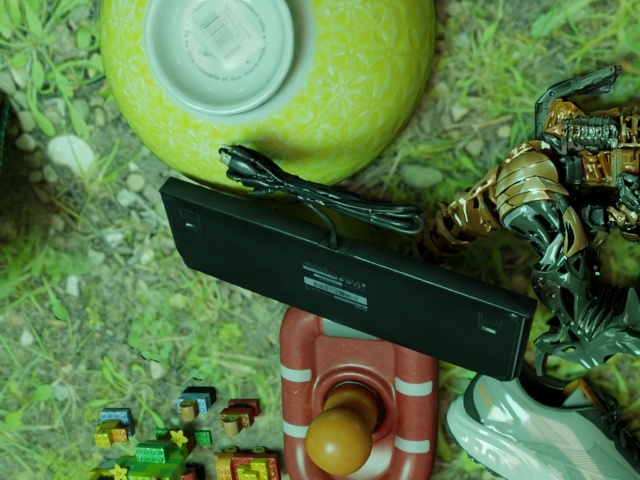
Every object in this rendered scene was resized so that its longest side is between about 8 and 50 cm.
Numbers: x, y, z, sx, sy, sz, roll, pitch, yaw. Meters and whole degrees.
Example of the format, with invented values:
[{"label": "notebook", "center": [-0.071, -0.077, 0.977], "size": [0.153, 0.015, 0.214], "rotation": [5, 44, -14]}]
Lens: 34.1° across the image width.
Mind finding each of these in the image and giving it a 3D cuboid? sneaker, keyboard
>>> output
[{"label": "sneaker", "center": [0.250, 0.193, 0.934], "size": [0.272, 0.100, 0.108], "rotation": [28, 109, 4]}, {"label": "keyboard", "center": [0.016, 0.009, 0.824], "size": [0.317, 0.033, 0.201], "rotation": [18, 149, 15]}]

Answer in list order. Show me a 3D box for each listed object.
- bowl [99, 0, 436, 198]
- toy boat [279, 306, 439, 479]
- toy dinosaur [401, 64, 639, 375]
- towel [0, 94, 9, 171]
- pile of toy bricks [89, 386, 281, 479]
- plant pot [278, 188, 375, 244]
[{"label": "bowl", "center": [-0.059, -0.165, 0.830], "size": [0.290, 0.156, 0.289], "rotation": [2, 102, 11]}, {"label": "toy boat", "center": [0.027, 0.163, 0.953], "size": [0.151, 0.151, 0.231], "rotation": [4, 111, 15]}, {"label": "toy dinosaur", "center": [0.209, -0.017, 0.864], "size": [0.322, 0.164, 0.218], "rotation": [-22, 89, 45]}, {"label": "towel", "center": [-0.445, 0.034, 0.998], "size": [0.370, 0.271, 0.040], "rotation": [-26, 138, 21]}, {"label": "pile of toy bricks", "center": [-0.157, 0.224, 1.053], "size": [0.212, 0.105, 0.118], "rotation": [-3, 109, 17]}, {"label": "plant pot", "center": [0.000, 0.000, 0.942], "size": [0.082, 0.081, 0.083], "rotation": [-12, 99, 19]}]
